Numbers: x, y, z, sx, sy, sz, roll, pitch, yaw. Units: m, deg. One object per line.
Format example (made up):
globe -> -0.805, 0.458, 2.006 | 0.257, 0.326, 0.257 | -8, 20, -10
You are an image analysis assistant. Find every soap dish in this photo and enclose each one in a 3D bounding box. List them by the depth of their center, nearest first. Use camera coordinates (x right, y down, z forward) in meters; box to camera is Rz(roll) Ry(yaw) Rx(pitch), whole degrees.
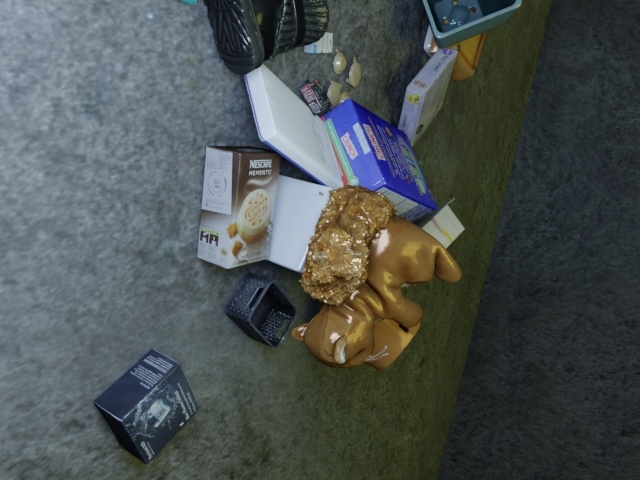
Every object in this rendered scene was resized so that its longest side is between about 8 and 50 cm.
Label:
soap dish -> 0.476, -0.706, 1.933 | 0.291, 0.118, 0.229 | 10, 96, -60

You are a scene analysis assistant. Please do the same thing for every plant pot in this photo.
plant pot -> 0.423, -0.722, 1.681 | 0.252, 0.248, 0.247 | -3, 74, -80
plant pot -> 0.168, 0.253, 1.702 | 0.291, 0.203, 0.291 | -50, 176, -5

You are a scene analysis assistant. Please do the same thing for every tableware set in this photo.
tableware set -> 0.061, -0.424, 1.510 | 0.141, 0.020, 0.169 | 21, 86, -61

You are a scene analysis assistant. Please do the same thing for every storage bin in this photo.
storage bin -> -0.146, 0.178, 1.409 | 0.122, 0.084, 0.180 | -59, 145, -21

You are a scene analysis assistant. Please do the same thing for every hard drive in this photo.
hard drive -> -0.055, -0.254, 1.279 | 0.318, 0.040, 0.210 | 29, 41, -58

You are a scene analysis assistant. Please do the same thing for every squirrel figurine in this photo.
squirrel figurine -> 0.070, 0.093, 1.282 | 0.370, 0.281, 0.397 | -51, 130, -12

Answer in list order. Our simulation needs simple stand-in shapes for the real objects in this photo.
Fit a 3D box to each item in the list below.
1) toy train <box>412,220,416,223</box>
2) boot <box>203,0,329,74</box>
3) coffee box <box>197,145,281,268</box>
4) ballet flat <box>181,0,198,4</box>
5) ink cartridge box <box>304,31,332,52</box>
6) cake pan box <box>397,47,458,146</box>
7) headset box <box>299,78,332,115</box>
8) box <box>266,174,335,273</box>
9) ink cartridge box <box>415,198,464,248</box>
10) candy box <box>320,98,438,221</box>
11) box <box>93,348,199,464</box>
toy train -> 0.299, -0.125, 1.974 | 0.105, 0.080, 0.184 | -60, 147, -9
boot -> -0.107, -0.523, 1.090 | 0.260, 0.131, 0.348 | -42, 143, -35
coffee box -> -0.178, -0.078, 1.222 | 0.141, 0.098, 0.246 | -15, 117, -55
ballet flat -> -0.263, -0.483, 0.928 | 0.206, 0.073, 0.067 | 38, 58, -61
ink cartridge box -> -0.004, -0.484, 1.367 | 0.083, 0.028, 0.048 | -25, 125, -50
cake pan box -> 0.346, -0.466, 1.825 | 0.267, 0.070, 0.246 | -53, 164, -29
headset box -> -0.013, -0.356, 1.376 | 0.083, 0.032, 0.062 | 59, 33, -14
box -> 0.000, 0.000, 1.473 | 0.345, 0.168, 0.215 | 32, 78, -58
ink cartridge box -> 0.375, -0.003, 2.012 | 0.119, 0.207, 0.353 | 54, 46, -1
candy box -> 0.161, -0.203, 1.515 | 0.317, 0.122, 0.268 | 16, 50, -54
box -> -0.353, 0.342, 1.155 | 0.158, 0.093, 0.156 | -44, 139, -36
